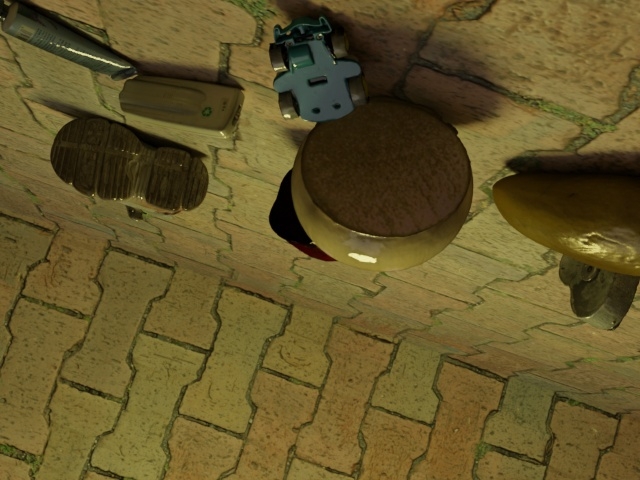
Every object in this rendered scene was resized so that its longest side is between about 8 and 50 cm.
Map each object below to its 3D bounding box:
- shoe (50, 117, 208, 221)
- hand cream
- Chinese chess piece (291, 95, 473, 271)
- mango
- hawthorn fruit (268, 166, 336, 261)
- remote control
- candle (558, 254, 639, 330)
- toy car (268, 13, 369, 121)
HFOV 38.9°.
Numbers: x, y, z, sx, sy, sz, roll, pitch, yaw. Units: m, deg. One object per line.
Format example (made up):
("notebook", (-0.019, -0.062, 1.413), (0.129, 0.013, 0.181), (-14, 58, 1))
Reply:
("shoe", (-0.428, -0.143, 2.036), (0.351, 0.171, 0.198), (21, 170, -5))
("hand cream", (-0.431, -0.328, 1.520), (0.256, 0.055, 0.088), (25, 159, -39))
("Chinese chess piece", (0.091, -0.085, 1.344), (0.270, 0.270, 0.112), (16, 149, 8))
("mango", (0.438, -0.030, 1.422), (0.332, 0.142, 0.195), (15, 165, 49))
("hawthorn fruit", (0.033, -0.052, 1.720), (0.215, 0.215, 0.250), (10, 164, 32))
("remote control", (-0.243, -0.237, 1.560), (0.230, 0.090, 0.049), (13, 162, 25))
("candle", (0.525, 0.061, 1.673), (0.068, 0.192, 0.168), (24, 122, -23))
("toy car", (-0.008, -0.247, 1.245), (0.126, 0.098, 0.161), (-12, 129, 12))
